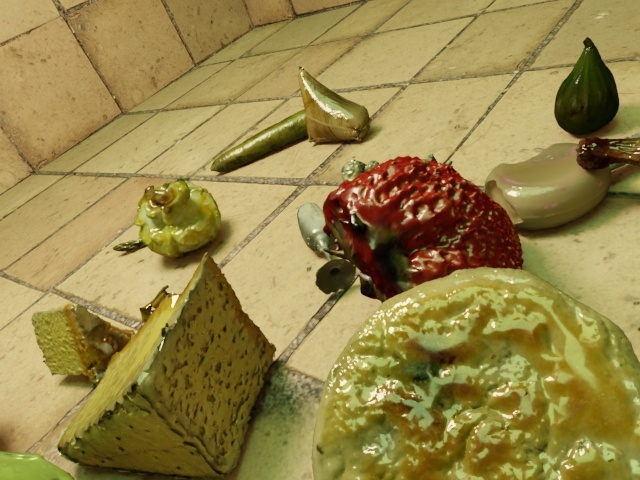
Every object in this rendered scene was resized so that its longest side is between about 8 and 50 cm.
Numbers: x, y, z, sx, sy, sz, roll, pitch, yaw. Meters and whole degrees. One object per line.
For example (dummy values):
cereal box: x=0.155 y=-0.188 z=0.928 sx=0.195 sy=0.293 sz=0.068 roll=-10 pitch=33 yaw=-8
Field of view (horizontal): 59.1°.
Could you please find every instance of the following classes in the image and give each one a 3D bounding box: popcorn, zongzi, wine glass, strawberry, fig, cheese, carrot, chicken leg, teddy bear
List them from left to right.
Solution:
popcorn: x=-0.310 y=-0.060 z=1.233 sx=0.197 sy=0.213 sz=0.198 roll=-2 pitch=62 yaw=3
carrot: x=-0.145 y=-0.276 z=1.560 sx=0.358 sy=0.074 sz=0.074 roll=-25 pitch=31 yaw=2
wine glass: x=0.000 y=0.000 z=1.040 sx=0.074 sy=0.074 sz=0.262 roll=-24 pitch=30 yaw=1
zongzi: x=0.029 y=-0.345 z=1.421 sx=0.194 sy=0.198 sz=0.099 roll=9 pitch=35 yaw=39
teddy bear: x=0.130 y=-0.091 z=1.032 sx=0.213 sy=0.133 sz=0.111 roll=-4 pitch=62 yaw=45
strawberry: x=0.150 y=-0.004 z=0.760 sx=0.257 sy=0.261 sz=0.261 roll=-36 pitch=32 yaw=-3
cheese: x=0.412 y=-0.109 z=0.909 sx=0.286 sy=0.082 sz=0.163 roll=-24 pitch=33 yaw=-5
fig: x=0.484 y=-0.275 z=1.018 sx=0.117 sy=0.178 sz=0.117 roll=-7 pitch=48 yaw=8
chicken leg: x=0.542 y=-0.138 z=0.807 sx=0.322 sy=0.083 sz=0.177 roll=-14 pitch=26 yaw=-15

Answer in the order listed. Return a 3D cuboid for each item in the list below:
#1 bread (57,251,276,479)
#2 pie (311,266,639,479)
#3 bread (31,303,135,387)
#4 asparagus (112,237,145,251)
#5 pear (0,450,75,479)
bread: x=-0.248 y=0.167 z=0.775 sx=0.315 sy=0.279 sz=0.249 roll=-1 pitch=44 yaw=15
pie: x=0.143 y=0.174 z=0.544 sx=0.337 sy=0.075 sz=0.338 roll=-8 pitch=68 yaw=20
bread: x=-0.425 y=0.167 z=1.009 sx=0.147 sy=0.152 sz=0.127 roll=-6 pitch=27 yaw=31
asparagus: x=-0.395 y=-0.017 z=1.372 sx=0.235 sy=0.034 sz=0.027 roll=-23 pitch=39 yaw=6
pear: x=-0.392 y=0.374 z=0.588 sx=0.317 sy=0.239 sz=0.342 roll=-3 pitch=0 yaw=9
